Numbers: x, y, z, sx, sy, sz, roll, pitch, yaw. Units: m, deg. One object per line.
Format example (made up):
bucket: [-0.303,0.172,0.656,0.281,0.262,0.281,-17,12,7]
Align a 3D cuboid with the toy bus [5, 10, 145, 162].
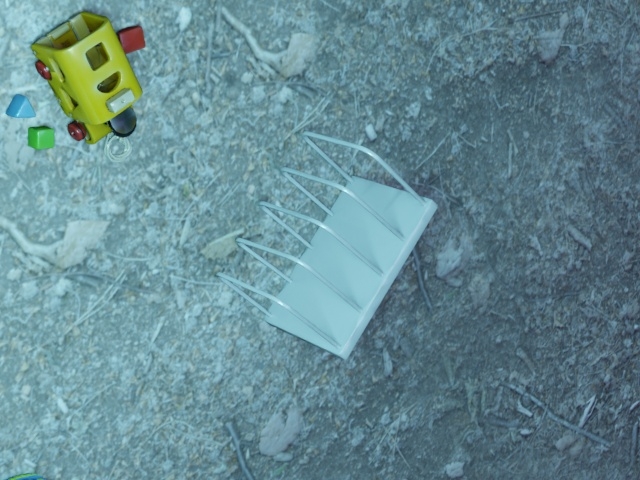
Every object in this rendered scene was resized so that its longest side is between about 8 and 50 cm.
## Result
toy bus: [-0.289,-0.197,1.721,0.202,0.104,0.191,9,99,-43]

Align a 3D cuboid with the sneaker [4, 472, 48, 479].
sneaker: [-0.454,0.377,1.797,0.188,0.067,0.078,-9,104,-43]

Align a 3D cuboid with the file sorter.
file sorter: [0.000,0.000,1.988,0.173,0.193,0.278,39,78,-40]
